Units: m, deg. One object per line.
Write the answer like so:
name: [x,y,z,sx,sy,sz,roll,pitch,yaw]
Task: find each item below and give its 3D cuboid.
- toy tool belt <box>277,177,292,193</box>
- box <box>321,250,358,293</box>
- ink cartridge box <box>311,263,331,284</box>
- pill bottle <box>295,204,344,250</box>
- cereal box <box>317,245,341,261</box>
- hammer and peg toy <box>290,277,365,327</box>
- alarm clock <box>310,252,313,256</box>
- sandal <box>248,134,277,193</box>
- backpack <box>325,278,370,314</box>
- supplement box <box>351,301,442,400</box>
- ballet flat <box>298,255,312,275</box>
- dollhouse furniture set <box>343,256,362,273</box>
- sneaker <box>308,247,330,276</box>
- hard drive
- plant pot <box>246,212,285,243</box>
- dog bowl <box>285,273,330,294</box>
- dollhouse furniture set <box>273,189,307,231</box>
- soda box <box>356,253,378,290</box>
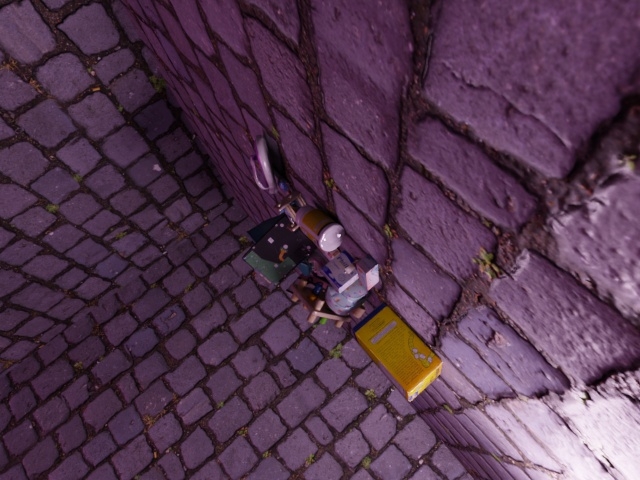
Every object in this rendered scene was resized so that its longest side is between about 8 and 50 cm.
toy tool belt: [-0.156,-0.239,1.810,0.083,0.052,0.051,54,177,-17]
box: [0.094,0.135,1.771,0.126,0.137,0.072,47,167,23]
ink cartridge box: [-0.004,0.190,2.384,0.223,0.045,0.223,24,160,24]
pill bottle: [-0.008,-0.055,1.621,0.208,0.119,0.119,41,165,44]
cereal box: [0.000,0.000,1.952,0.240,0.047,0.173,50,170,9]
hammer and peg toy: [0.037,0.324,2.076,0.361,0.127,0.266,19,-165,-39]
alarm clock: [-0.059,0.100,2.475,0.129,0.064,0.192,45,170,11]
sandal: [-0.253,-0.295,1.748,0.416,0.102,0.170,85,172,-72]
backpack: [0.120,0.247,1.897,0.166,0.188,0.144,50,153,18]
supplement box: [0.332,0.483,1.780,0.356,0.195,0.194,46,168,31]
ballet flat: [-0.083,0.097,2.233,0.083,0.087,0.247,21,148,29]
dollhouse furniture set: [0.156,0.139,1.676,0.114,0.081,0.091,53,169,-7]
sneaker: [0.026,0.159,2.195,0.252,0.111,0.103,51,169,2]
hard drive: [-0.209,0.054,2.097,0.237,0.339,0.064,43,-161,-11]
plant pot: [-0.235,-0.019,2.298,0.272,0.255,0.272,49,171,11]
dog bowl: [0.007,0.330,2.422,0.407,0.150,0.408,27,171,5]
dollhouse furniture set: [-0.145,-0.148,1.853,0.129,0.129,0.183,58,167,-30]
soda box: [0.184,0.126,1.573,0.058,0.063,0.183,46,168,25]
